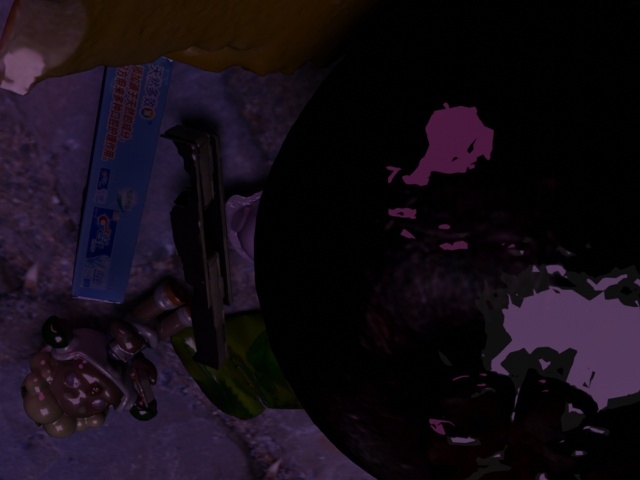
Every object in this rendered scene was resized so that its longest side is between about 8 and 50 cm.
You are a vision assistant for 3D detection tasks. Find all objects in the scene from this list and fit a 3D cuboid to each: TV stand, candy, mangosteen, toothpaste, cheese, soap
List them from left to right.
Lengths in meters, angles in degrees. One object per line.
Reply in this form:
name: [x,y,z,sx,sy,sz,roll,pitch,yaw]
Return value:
toothpaste: [-0.166,-0.063,0.945,0.053,0.066,0.272,10,132,-11]
TV stand: [-0.105,0.010,1.008,0.036,0.042,0.249,16,130,22]
candy: [-0.013,0.118,1.124,0.246,0.069,0.149,-4,133,32]
soap: [-0.002,-0.160,0.697,0.339,0.304,0.169,16,135,-18]
cheese: [0.000,0.000,1.032,0.191,0.042,0.105,18,131,-18]
mangosteen: [0.153,-0.020,0.793,0.382,0.435,0.382,10,133,11]

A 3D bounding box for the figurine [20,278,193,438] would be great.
figurine: [-0.201,0.116,1.099,0.197,0.093,0.147,-32,117,22]
